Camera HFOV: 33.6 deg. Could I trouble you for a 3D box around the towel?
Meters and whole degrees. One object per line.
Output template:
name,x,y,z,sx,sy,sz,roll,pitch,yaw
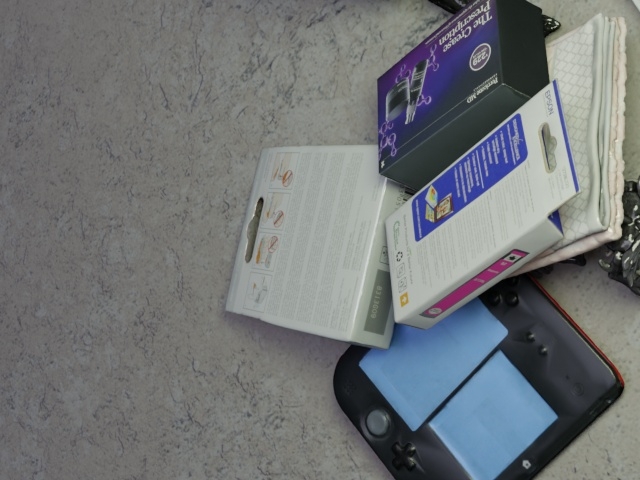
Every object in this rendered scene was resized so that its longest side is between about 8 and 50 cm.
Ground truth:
towel,0.284,-0.116,1.456,0.317,0.053,0.332,-24,53,53

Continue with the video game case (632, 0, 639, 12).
video game case,0.478,-0.425,1.419,0.204,0.025,0.285,-33,67,19

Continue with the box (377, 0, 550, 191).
box,0.197,-0.209,1.506,0.261,0.103,0.184,-36,46,45

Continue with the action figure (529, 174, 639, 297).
action figure,0.390,-0.013,1.411,0.275,0.141,0.164,0,79,57

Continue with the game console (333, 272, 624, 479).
game console,0.214,0.212,1.586,0.386,0.060,0.342,-51,59,24

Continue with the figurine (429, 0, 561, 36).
figurine,0.293,-0.396,1.557,0.209,0.092,0.215,40,110,24

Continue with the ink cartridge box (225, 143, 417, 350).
ink cartridge box,0.000,0.000,1.747,0.385,0.091,0.308,6,82,55

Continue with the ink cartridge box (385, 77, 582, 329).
ink cartridge box,0.218,-0.037,1.404,0.371,0.069,0.176,-43,41,46
